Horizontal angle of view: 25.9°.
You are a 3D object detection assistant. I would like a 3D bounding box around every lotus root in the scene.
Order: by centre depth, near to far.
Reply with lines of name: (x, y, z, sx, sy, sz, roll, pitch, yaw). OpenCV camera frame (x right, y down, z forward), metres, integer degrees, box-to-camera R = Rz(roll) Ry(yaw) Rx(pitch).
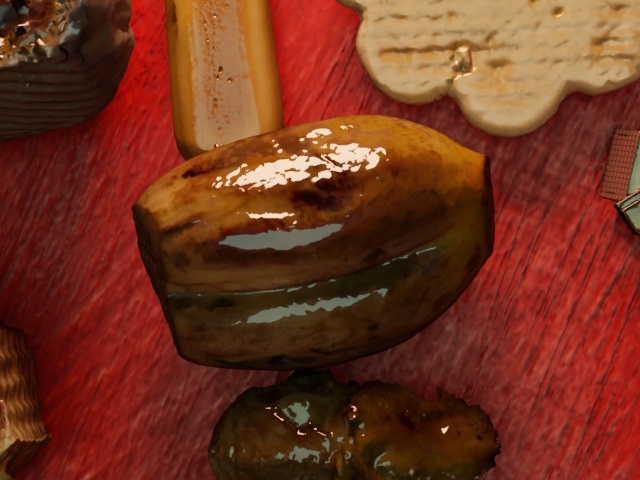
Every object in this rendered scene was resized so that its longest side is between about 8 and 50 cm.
lotus root: (0.002, 0.006, 1.094, 0.290, 0.193, 0.193, -15, 86, -2)

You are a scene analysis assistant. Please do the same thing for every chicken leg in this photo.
chicken leg: (0.079, 0.227, 1.112, 0.361, 0.140, 0.211, 35, 114, -3)

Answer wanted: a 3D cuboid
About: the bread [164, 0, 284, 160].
bread: (-0.083, -0.182, 1.171, 0.092, 0.074, 0.239, -5, 87, 2)

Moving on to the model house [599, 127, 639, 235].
model house: (0.259, -0.046, 1.131, 0.058, 0.057, 0.083, 14, 92, 3)

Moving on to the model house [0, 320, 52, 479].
model house: (-0.321, 0.114, 1.126, 0.160, 0.196, 0.254, -40, 85, -6)

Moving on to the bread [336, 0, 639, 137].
bread: (0.152, -0.241, 1.141, 0.316, 0.054, 0.316, 0, 96, 4)

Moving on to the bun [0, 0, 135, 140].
bun: (-0.286, -0.193, 1.119, 0.281, 0.281, 0.205, -11, 68, 7)
